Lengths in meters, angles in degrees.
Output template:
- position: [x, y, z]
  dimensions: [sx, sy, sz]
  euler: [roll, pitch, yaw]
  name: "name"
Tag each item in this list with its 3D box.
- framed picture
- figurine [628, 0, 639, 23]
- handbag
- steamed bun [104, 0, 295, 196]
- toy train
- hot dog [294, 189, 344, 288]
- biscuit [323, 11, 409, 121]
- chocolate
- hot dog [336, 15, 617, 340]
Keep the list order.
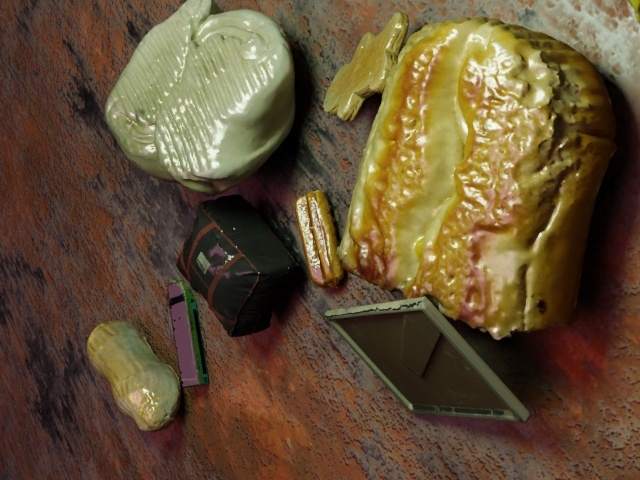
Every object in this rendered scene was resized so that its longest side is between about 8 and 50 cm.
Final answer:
- position: [0.135, 0.166, 1.389]
  dimensions: [0.213, 0.016, 0.289]
  euler: [48, 157, -12]
  name: "framed picture"
- position: [0.347, -0.392, 1.159]
  dimensions: [0.315, 0.168, 0.187]
  euler: [58, 144, 42]
  name: "figurine"
- position: [-0.149, 0.046, 1.756]
  dimensions: [0.215, 0.155, 0.169]
  euler: [49, 135, 33]
  name: "handbag"
- position: [-0.177, -0.232, 1.731]
  dimensions: [0.310, 0.219, 0.324]
  euler: [29, 91, 29]
  name: "steamed bun"
- position: [-0.258, 0.181, 1.985]
  dimensions: [0.044, 0.042, 0.209]
  euler: [-14, 80, 26]
  name: "toy train"
- position: [0.000, 0.000, 1.660]
  dimensions: [0.071, 0.045, 0.165]
  euler: [-25, 74, 46]
  name: "hot dog"
- position: [0.066, -0.250, 1.523]
  dimensions: [0.234, 0.030, 0.153]
  euler: [-31, 37, 62]
  name: "biscuit"
- position: [-0.379, 0.271, 2.076]
  dimensions: [0.309, 0.134, 0.134]
  euler: [45, 126, 43]
  name: "chocolate"
- position: [0.198, -0.103, 1.310]
  dimensions: [0.367, 0.196, 0.365]
  euler: [23, 112, 41]
  name: "hot dog"
